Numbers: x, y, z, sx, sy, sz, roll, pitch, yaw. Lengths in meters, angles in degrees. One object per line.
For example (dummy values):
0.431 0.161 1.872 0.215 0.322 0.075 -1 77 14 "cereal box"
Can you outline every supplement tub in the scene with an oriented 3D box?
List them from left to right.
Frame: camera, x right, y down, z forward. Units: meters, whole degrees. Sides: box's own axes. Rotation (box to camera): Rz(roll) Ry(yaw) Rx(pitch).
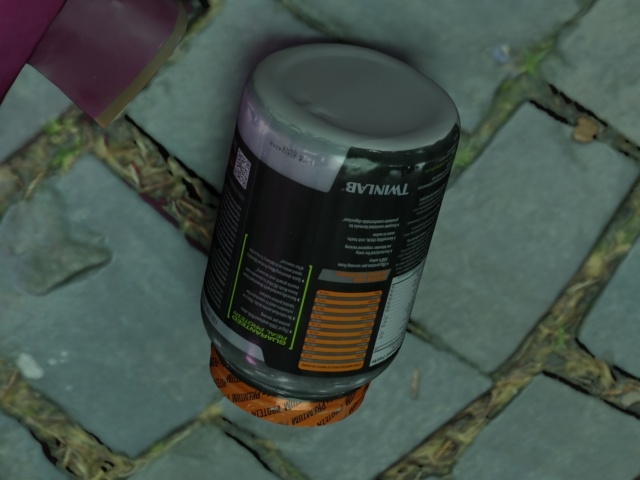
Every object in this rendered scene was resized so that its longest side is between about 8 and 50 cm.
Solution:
0.000 0.000 1.050 0.117 0.117 0.190 4 124 -16 "supplement tub"

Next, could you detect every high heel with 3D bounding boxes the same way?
-0.245 -0.036 0.949 0.377 0.127 0.181 -50 132 1 "high heel"
